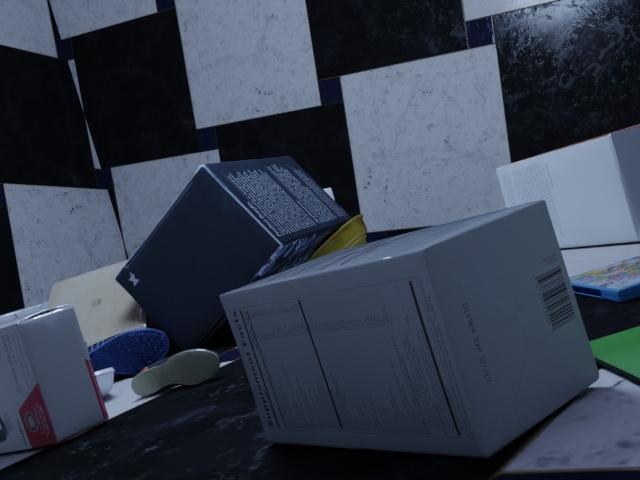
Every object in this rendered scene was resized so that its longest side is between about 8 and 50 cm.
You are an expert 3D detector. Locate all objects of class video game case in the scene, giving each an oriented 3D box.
[{"bbox_3d":[0.350,0.038,0.891,0.119,0.015,0.166,-17,2,-3],"label":"video game case"}]

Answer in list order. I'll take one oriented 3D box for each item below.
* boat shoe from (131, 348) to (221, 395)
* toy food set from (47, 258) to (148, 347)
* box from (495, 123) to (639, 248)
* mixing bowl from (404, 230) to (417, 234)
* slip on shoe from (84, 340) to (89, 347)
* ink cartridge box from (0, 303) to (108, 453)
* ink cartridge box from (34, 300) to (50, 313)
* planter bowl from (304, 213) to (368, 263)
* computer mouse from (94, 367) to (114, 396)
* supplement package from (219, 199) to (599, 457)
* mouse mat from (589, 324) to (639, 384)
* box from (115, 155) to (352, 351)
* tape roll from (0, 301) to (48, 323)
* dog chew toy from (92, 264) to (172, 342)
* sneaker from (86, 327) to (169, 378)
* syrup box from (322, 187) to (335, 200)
[{"bbox_3d":[-0.197,0.182,1.122,0.137,0.049,0.043,-21,-2,14],"label":"boat shoe"},{"bbox_3d":[-0.427,0.157,1.599,0.220,0.092,0.306,-17,35,3],"label":"toy food set"},{"bbox_3d":[0.487,-0.095,1.355,0.215,0.168,0.345,-17,2,-17],"label":"box"},{"bbox_3d":[0.126,0.049,1.391,0.181,0.098,0.181,-17,1,0],"label":"mixing bowl"},{"bbox_3d":[-0.475,0.228,1.443,0.135,0.051,0.041,-43,-29,-12],"label":"slip on shoe"},{"bbox_3d":[-0.396,0.184,1.027,0.218,0.158,0.092,-16,2,33],"label":"ink cartridge box"},{"bbox_3d":[-0.549,0.209,1.509,0.179,0.045,0.145,-53,24,-10],"label":"ink cartridge box"},{"bbox_3d":[0.044,0.052,1.712,0.217,0.090,0.217,-44,-10,-9],"label":"planter bowl"},{"bbox_3d":[-0.369,0.233,1.261,0.106,0.042,0.193,-12,-6,-28],"label":"computer mouse"},{"bbox_3d":[0.055,0.070,0.613,0.134,0.139,0.244,-20,4,-38],"label":"supplement package"},{"bbox_3d":[0.282,0.072,0.584,0.153,0.007,0.189,-17,3,-1],"label":"mouse mat"},{"bbox_3d":[-0.155,0.011,1.603,0.293,0.212,0.395,-48,-11,21],"label":"box"},{"bbox_3d":[-0.694,0.248,1.799,0.246,0.169,0.246,-17,1,0],"label":"tape roll"},{"bbox_3d":[-0.386,0.148,1.779,0.332,0.206,0.206,-8,5,23],"label":"dog chew toy"},{"bbox_3d":[-0.385,0.210,1.413,0.232,0.081,0.090,-19,9,-27],"label":"sneaker"},{"bbox_3d":[0.000,0.000,1.938,0.093,0.237,0.096,-16,1,-25],"label":"syrup box"}]
